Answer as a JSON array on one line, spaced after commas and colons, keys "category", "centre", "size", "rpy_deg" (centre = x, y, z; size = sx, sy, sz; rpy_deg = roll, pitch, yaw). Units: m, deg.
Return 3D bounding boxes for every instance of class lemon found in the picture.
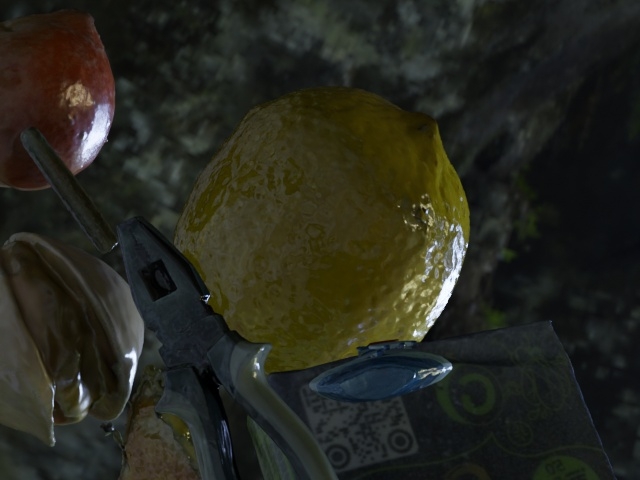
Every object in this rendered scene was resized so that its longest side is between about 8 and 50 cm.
[{"category": "lemon", "centre": [0.001, -0.002, 1.801], "size": [0.336, 0.336, 0.336], "rpy_deg": [12, -43, 12]}]

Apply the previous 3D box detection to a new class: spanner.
[{"category": "spanner", "centre": [-0.061, 0.127, 1.184], "size": [0.095, 0.040, 0.325], "rpy_deg": [-30, -97, 11]}]

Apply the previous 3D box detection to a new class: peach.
[{"category": "peach", "centre": [-0.330, -0.168, 1.879], "size": [0.232, 0.232, 0.232], "rpy_deg": [12, -43, 12]}]

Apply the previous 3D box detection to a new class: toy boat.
[{"category": "toy boat", "centre": [0.057, 0.102, 1.319], "size": [0.105, 0.149, 0.034], "rpy_deg": [-6, -86, 24]}]

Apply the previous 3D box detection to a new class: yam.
[{"category": "yam", "centre": [-0.198, -0.040, 1.314], "size": [0.021, 0.021, 0.116], "rpy_deg": [-30, -83, 42]}]

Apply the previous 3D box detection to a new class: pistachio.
[{"category": "pistachio", "centre": [-0.308, 0.108, 1.869], "size": [0.238, 0.229, 0.321], "rpy_deg": [63, -19, -4]}]

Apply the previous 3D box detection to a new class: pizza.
[{"category": "pizza", "centre": [-0.138, 0.270, 1.818], "size": [0.280, 0.075, 0.288], "rpy_deg": [2, -74, 35]}]

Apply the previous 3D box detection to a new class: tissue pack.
[{"category": "tissue pack", "centre": [0.126, 0.277, 1.409], "size": [0.288, 0.394, 0.124], "rpy_deg": [-10, -29, -19]}]
